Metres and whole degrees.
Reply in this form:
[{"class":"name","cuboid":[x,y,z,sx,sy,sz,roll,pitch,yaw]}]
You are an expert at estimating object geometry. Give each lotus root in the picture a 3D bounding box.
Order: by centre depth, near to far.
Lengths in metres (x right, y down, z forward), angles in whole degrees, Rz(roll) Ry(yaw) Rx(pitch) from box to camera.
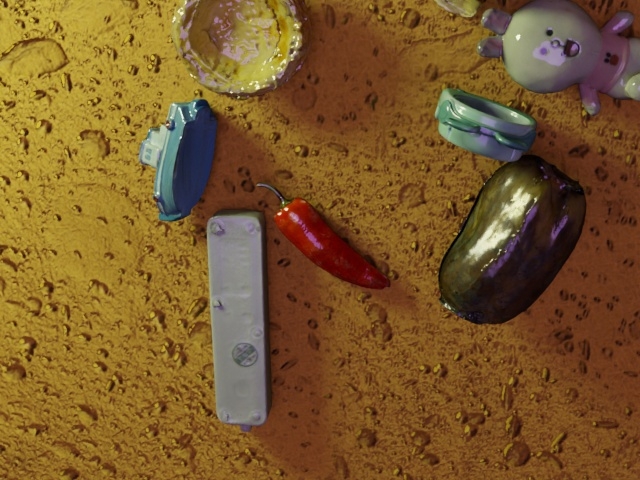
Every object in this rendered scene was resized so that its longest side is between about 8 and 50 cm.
[{"class":"lotus root","cuboid":[0.285,0.007,1.526,0.151,0.160,0.275,23,113,-31]}]

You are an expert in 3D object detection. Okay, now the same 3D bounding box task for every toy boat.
[{"class":"toy boat","cuboid":[-0.231,-0.130,1.609,0.102,0.088,0.215,26,114,36]}]

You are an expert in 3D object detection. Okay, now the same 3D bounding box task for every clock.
[{"class":"clock","cuboid":[0.235,-0.163,1.461,0.148,0.188,0.060,21,109,4]}]

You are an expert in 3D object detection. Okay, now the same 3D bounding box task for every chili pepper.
[{"class":"chili pepper","cuboid":[0.000,0.000,1.618,0.272,0.063,0.071,42,122,-8]}]

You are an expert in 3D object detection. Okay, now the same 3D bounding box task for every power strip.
[{"class":"power strip","cuboid":[-0.130,0.140,1.678,0.091,0.062,0.386,1,107,8]}]

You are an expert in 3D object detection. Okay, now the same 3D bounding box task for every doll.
[{"class":"doll","cuboid":[0.363,-0.265,1.456,0.274,0.113,0.155,15,100,11]}]

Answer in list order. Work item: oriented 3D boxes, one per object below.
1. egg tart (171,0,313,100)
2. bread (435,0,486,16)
[{"class":"egg tart","cuboid":[-0.113,-0.315,1.518,0.212,0.090,0.213,3,106,10]},{"class":"bread","cuboid":[0.230,-0.474,1.442,0.167,0.163,0.264,35,78,-2]}]
